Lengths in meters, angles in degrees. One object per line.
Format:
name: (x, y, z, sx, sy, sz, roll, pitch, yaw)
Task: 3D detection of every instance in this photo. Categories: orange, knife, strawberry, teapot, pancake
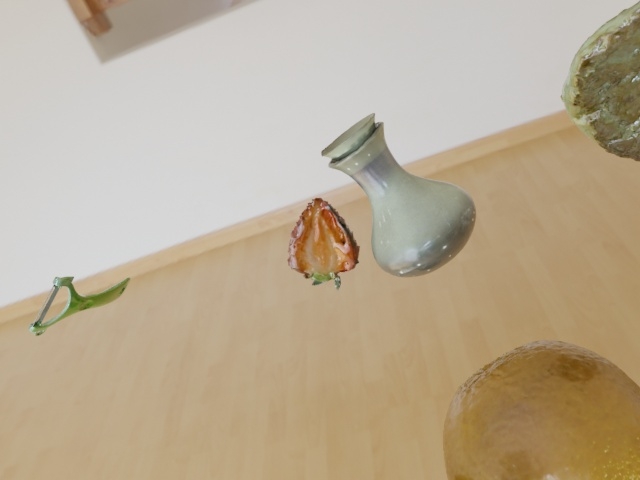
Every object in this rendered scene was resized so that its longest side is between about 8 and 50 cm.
orange: (0.230, 0.215, 0.621, 0.236, 0.236, 0.236, -18, 30, 11)
knife: (-0.268, 0.069, 0.753, 0.078, 0.022, 0.166, -53, -11, 11)
strawberry: (0.000, 0.003, 1.242, 0.140, 0.192, 0.085, -36, 30, 12)
teapot: (0.119, -0.073, 1.021, 0.183, 0.251, 0.183, -37, 12, 9)
pancake: (0.371, -0.167, 0.648, 0.253, 0.253, 0.037, -11, 53, 22)
